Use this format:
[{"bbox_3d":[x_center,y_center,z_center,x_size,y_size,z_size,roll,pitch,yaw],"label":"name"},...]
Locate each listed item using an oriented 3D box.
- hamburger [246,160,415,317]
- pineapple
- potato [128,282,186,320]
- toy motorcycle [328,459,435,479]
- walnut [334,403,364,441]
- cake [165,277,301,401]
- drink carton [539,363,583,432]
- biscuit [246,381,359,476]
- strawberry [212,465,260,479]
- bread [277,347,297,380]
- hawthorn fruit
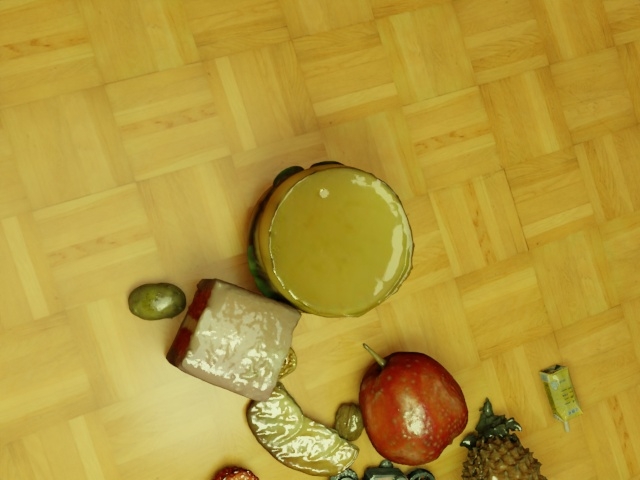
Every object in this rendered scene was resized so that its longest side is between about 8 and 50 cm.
[{"bbox_3d":[0.000,0.000,1.708,0.395,0.277,0.396,0,89,-19],"label":"hamburger"},{"bbox_3d":[0.463,0.580,1.833,0.223,0.357,0.223,1,121,2],"label":"pineapple"},{"bbox_3d":[-0.395,0.148,1.693,0.138,0.070,0.091,-4,87,-16],"label":"potato"},{"bbox_3d":[0.159,0.673,1.818,0.307,0.108,0.173,8,94,-17],"label":"toy motorcycle"},{"bbox_3d":[0.076,0.471,1.813,0.079,0.082,0.096,10,86,12],"label":"walnut"},{"bbox_3d":[-0.208,0.230,1.627,0.230,0.309,0.237,23,78,-17],"label":"cake"},{"bbox_3d":[0.694,0.461,1.996,0.084,0.074,0.200,-20,92,-16],"label":"drink carton"},{"bbox_3d":[-0.056,0.495,1.759,0.299,0.045,0.154,40,78,3],"label":"biscuit"},{"bbox_3d":[-0.213,0.623,1.715,0.145,0.086,0.145,0,89,-15],"label":"strawberry"},{"bbox_3d":[-0.113,0.312,1.783,0.110,0.044,0.083,-31,92,-17],"label":"bread"},{"bbox_3d":[0.207,0.392,1.754,0.287,0.287,0.330,-34,87,-15],"label":"hawthorn fruit"}]
